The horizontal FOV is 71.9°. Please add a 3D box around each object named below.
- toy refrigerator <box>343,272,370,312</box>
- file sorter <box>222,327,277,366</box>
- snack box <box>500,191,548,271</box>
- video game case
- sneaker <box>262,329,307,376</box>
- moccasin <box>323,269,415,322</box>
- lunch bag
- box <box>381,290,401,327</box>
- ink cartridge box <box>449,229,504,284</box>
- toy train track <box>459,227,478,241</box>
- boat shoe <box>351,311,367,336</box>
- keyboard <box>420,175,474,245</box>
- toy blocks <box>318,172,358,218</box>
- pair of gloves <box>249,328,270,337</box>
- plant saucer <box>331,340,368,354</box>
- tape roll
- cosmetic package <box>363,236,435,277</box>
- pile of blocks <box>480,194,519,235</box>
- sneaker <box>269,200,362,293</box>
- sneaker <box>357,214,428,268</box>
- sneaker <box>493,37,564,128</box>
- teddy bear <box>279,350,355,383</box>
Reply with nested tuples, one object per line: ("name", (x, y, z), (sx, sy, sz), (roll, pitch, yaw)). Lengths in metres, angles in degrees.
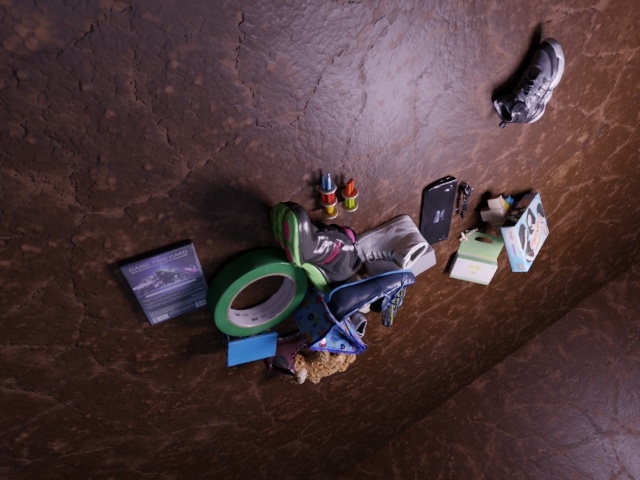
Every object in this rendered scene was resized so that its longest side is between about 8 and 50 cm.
("toy refrigerator", (0.127, 0.183, 1.630), (0.102, 0.094, 0.269), (-40, 146, 15))
("file sorter", (-0.251, 0.345, 1.541), (0.170, 0.104, 0.118), (-8, 130, -23))
("snack box", (0.799, -0.038, 1.713), (0.322, 0.060, 0.187), (-38, 113, -42))
("video game case", (-0.434, 0.127, 1.273), (0.195, 0.026, 0.274), (-20, 138, -16))
("sneaker", (-0.097, 0.445, 1.709), (0.281, 0.163, 0.107), (-9, 135, -25))
("moccasin", (0.171, 0.187, 1.450), (0.341, 0.117, 0.138), (-15, 162, -22))
("lunch bag", (0.042, 0.297, 1.603), (0.138, 0.221, 0.293), (-43, 139, 12))
("box", (0.297, 0.221, 1.758), (0.184, 0.045, 0.191), (-54, 154, -35))
("ink cartridge box", (0.657, 0.075, 1.849), (0.171, 0.056, 0.235), (12, 135, 6))
("toy train track", (0.601, -0.022, 1.788), (0.083, 0.014, 0.048), (-36, 108, 16))
("boat shoe", (0.162, 0.379, 1.890), (0.066, 0.063, 0.184), (-7, 134, -28))
("keyboard", (0.460, -0.108, 1.620), (0.201, 0.033, 0.317), (-18, 139, -8))
("toy blocks", (0.054, -0.144, 1.296), (0.123, 0.054, 0.148), (-21, 139, -13))
("pair of gloves", (-0.230, 0.348, 1.642), (0.083, 0.010, 0.074), (16, 118, -44))
("plant saucer", (0.125, 0.472, 1.952), (0.168, 0.029, 0.168), (-6, 152, -4))
("tape roll", (-0.199, 0.170, 1.413), (0.321, 0.077, 0.321), (-23, 140, -20))
("cosmetic package", (0.291, 0.079, 1.624), (0.237, 0.127, 0.107), (-27, 140, -4))
("pile of blocks", (0.739, -0.091, 1.784), (0.112, 0.149, 0.362), (-8, 149, 43))
("sneaker", (0.000, 0.000, 1.320), (0.202, 0.185, 0.483), (-34, 151, 3))
("sneaker", (0.219, 0.042, 1.505), (0.292, 0.169, 0.108), (-29, 142, -1))
("sneaker", (0.612, -0.452, 1.313), (0.153, 0.101, 0.269), (-24, 142, -15))
("teddy bear", (-0.005, 0.535, 1.868), (0.337, 0.113, 0.245), (12, 141, -41))
